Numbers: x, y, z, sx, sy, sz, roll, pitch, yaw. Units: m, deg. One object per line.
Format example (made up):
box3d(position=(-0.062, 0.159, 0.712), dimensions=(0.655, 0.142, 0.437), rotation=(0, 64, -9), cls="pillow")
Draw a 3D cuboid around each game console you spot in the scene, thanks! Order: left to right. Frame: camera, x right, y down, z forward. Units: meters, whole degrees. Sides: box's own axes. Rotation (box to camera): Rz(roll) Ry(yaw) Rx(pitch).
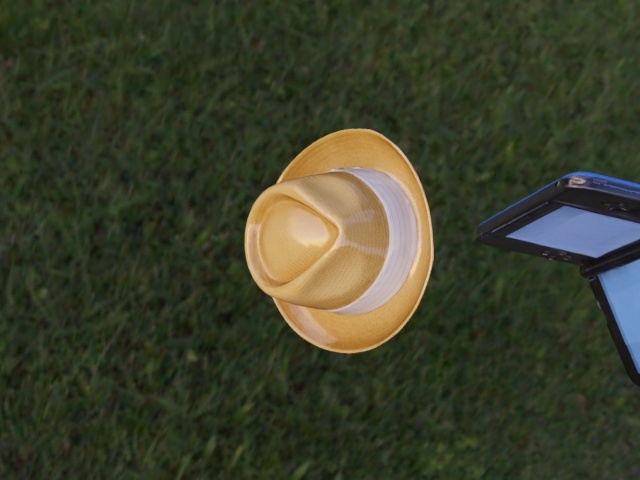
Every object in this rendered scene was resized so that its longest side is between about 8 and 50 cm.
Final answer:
box3d(position=(0.337, 0.055, 1.605), dimensions=(0.250, 0.293, 0.173), rotation=(12, 74, -14), cls="game console")

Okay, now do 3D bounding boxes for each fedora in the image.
box3d(position=(0.000, 0.000, 1.082), dimensions=(0.079, 0.194, 0.194), rotation=(1, 54, -44), cls="fedora")
